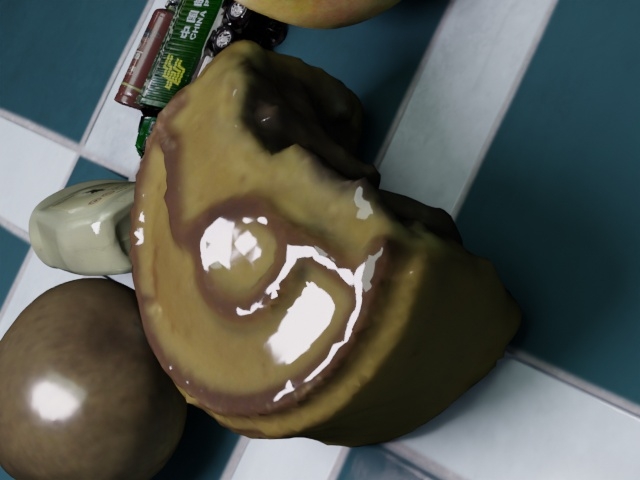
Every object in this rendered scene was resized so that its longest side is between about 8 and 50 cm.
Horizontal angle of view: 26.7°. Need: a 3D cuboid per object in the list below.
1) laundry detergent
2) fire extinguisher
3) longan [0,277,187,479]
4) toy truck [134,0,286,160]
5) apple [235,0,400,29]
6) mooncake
[{"bbox_3d":[-0.249,-0.023,1.574,0.253,0.181,0.091,2,116,54],"label":"laundry detergent"},{"bbox_3d":[-0.213,-0.242,1.720,0.064,0.043,0.158,165,130,-85],"label":"fire extinguisher"},{"bbox_3d":[-0.253,0.159,1.460,0.246,0.215,0.246,-3,82,22],"label":"longan"},{"bbox_3d":[-0.135,-0.195,1.602,0.121,0.088,0.259,17,82,42],"label":"toy truck"},{"bbox_3d":[-0.007,-0.383,1.424,0.319,0.319,0.277,-62,14,1],"label":"apple"},{"bbox_3d":[0.000,0.000,1.298,0.394,0.246,0.393,-3,75,44],"label":"mooncake"}]
